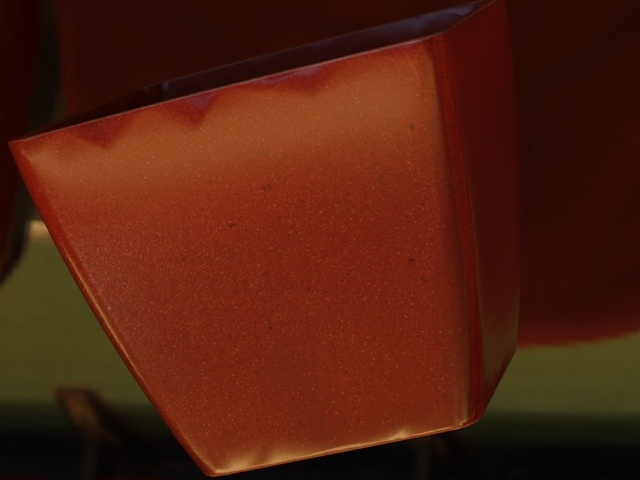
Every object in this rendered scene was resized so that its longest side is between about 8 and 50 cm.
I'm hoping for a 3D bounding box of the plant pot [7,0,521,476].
[{"bbox_3d":[0.000,0.000,1.222,0.267,0.236,0.267,-13,-172,16],"label":"plant pot"}]
